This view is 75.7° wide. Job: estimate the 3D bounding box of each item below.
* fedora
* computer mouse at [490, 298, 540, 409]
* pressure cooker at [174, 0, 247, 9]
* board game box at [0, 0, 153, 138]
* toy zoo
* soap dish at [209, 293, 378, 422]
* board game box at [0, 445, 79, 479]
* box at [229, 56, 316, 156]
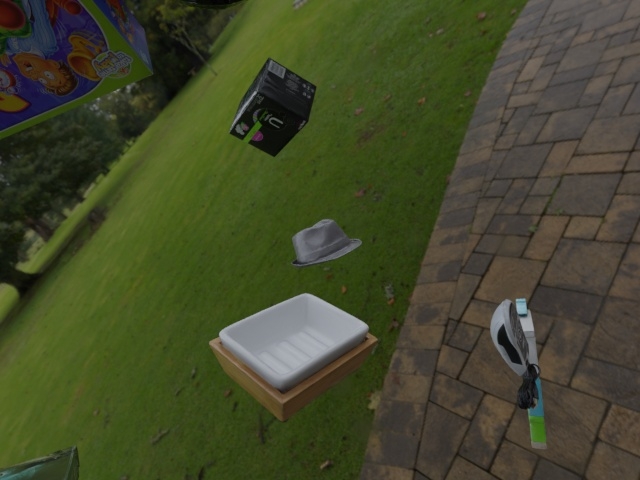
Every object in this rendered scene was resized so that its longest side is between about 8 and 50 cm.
[{"bbox_3d":[0.000,0.000,1.460,0.243,0.125,0.275,-27,7,-34],"label":"fedora"},{"bbox_3d":[0.317,0.180,0.680,0.042,0.193,0.106,-13,23,37],"label":"computer mouse"},{"bbox_3d":[-0.127,-0.556,0.562,0.374,0.370,0.421,-18,33,21],"label":"pressure cooker"},{"bbox_3d":[-0.386,-0.201,0.397,0.346,0.233,0.078,-21,69,5],"label":"board game box"},{"bbox_3d":[0.471,0.276,0.927,0.030,0.294,0.192,-6,1,25],"label":"toy zoo"},{"bbox_3d":[-0.052,0.236,0.884,0.228,0.118,0.290,23,27,38],"label":"soap dish"},{"bbox_3d":[-0.205,0.155,0.223,0.186,0.126,0.026,-31,68,56],"label":"board game box"},{"bbox_3d":[-0.054,-0.143,0.455,0.083,0.062,0.052,-30,42,53],"label":"box"}]
